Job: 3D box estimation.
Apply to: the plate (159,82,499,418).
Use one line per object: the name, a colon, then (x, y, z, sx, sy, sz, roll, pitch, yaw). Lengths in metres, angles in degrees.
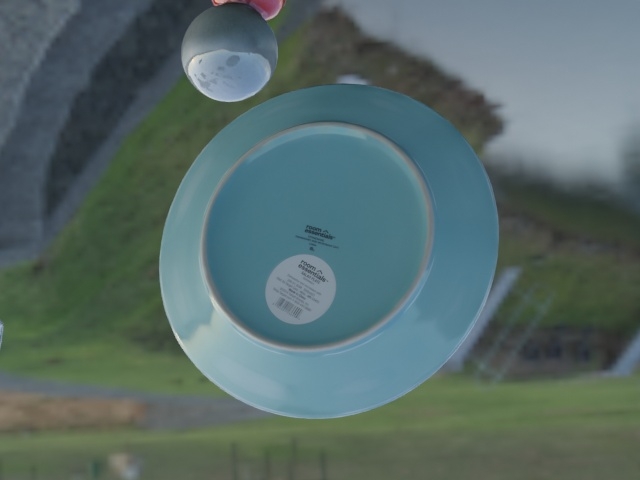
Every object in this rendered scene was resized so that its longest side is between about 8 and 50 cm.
plate: (0.000, 0.000, 0.939, 0.188, 0.188, 0.024, -6, 160, 14)

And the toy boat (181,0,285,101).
toy boat: (0.001, -0.198, 1.141, 0.267, 0.148, 0.318, 23, 156, -18)

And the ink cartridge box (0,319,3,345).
ink cartridge box: (-0.575, 0.060, 2.072, 0.330, 0.071, 0.324, 4, -164, -29)
